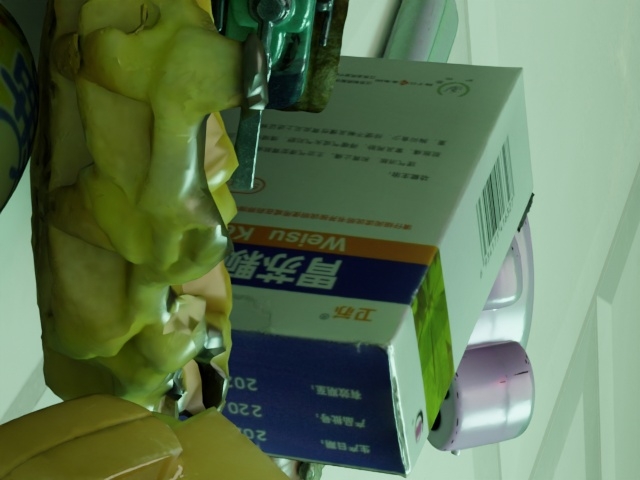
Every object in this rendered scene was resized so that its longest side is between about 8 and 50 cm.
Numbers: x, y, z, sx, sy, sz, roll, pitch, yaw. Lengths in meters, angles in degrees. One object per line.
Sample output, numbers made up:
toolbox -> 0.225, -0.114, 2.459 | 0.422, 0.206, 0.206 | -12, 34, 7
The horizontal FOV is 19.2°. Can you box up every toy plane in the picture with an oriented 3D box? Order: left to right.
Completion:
toy plane -> -0.021, -0.145, 0.894 | 0.096, 0.060, 0.235 | -78, 177, -61

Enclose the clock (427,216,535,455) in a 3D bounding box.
clock -> 0.076, 0.017, 1.409 | 0.090, 0.227, 0.248 | -7, 102, -27

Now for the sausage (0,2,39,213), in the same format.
sausage -> -0.204, -0.002, 0.703 | 0.347, 0.123, 0.123 | -59, 149, -49

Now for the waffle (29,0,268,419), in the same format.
waffle -> -0.082, -0.111, 0.862 | 0.382, 0.095, 0.380 | 102, -12, -48

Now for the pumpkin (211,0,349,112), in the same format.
pumpkin -> -0.053, -0.150, 1.109 | 0.183, 0.107, 0.119 | -110, -160, -59

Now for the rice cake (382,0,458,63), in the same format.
rice cake -> 0.073, -0.138, 1.592 | 0.080, 0.042, 0.222 | 76, 29, -50

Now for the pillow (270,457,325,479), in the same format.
pillow -> -0.025, 0.100, 1.335 | 0.171, 0.075, 0.179 | -59, 149, -48

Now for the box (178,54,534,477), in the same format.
box -> 0.000, 0.000, 1.179 | 0.299, 0.200, 0.106 | -60, 149, -49

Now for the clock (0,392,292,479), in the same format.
clock -> -0.149, 0.213, 0.724 | 0.317, 0.200, 0.244 | -18, 121, -36
